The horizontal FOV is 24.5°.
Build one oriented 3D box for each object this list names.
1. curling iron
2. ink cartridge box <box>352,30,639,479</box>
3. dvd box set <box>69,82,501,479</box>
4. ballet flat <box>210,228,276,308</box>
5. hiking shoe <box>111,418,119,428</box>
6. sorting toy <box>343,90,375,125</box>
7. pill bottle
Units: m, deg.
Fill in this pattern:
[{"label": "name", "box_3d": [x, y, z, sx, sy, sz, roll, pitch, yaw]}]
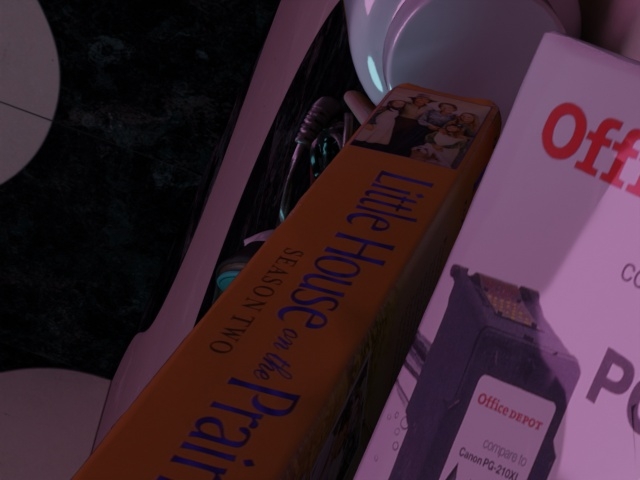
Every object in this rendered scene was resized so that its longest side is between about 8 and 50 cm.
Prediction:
[{"label": "curling iron", "box_3d": [0.000, 0.000, 0.805, 0.274, 0.035, 0.068, 93, -166, -71]}, {"label": "ink cartridge box", "box_3d": [0.091, 0.087, 0.352, 0.172, 0.100, 0.237, 34, 105, 53]}, {"label": "dvd box set", "box_3d": [-0.021, 0.145, 0.582, 0.420, 0.062, 0.307, -54, -24, -60]}, {"label": "ballet flat", "box_3d": [-0.058, 0.043, 1.458, 0.096, 0.095, 0.280, -61, 5, -24]}, {"label": "hiking shoe", "box_3d": [-0.024, 0.132, 0.853, 0.132, 0.113, 0.304, 69, -166, 3]}, {"label": "sorting toy", "box_3d": [0.033, 0.023, 0.898, 0.193, 0.038, 0.208, -110, 16, -75]}, {"label": "pill bottle", "box_3d": [0.083, -0.139, 0.900, 0.245, 0.136, 0.136, -93, 25, -66]}]
